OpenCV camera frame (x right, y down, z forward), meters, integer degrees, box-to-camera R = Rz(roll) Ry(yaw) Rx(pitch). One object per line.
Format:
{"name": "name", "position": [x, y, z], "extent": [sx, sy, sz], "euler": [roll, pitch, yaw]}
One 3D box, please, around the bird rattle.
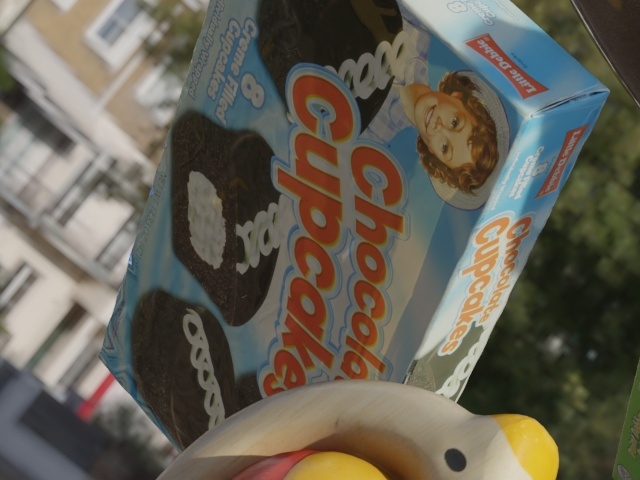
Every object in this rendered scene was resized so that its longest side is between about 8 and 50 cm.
{"name": "bird rattle", "position": [-0.016, 0.141, 0.640], "extent": [0.253, 0.207, 0.143], "euler": [-7, -45, 42]}

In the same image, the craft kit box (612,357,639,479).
{"name": "craft kit box", "position": [0.289, 0.194, 1.258], "extent": [0.247, 0.061, 0.250], "euler": [55, -15, 26]}

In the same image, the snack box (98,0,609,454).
{"name": "snack box", "position": [0.000, 0.000, 0.910], "extent": [0.187, 0.060, 0.322], "euler": [46, -45, 27]}

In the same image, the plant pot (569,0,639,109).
{"name": "plant pot", "position": [0.195, -0.162, 0.922], "extent": [0.215, 0.215, 0.230], "euler": [32, -28, 39]}
